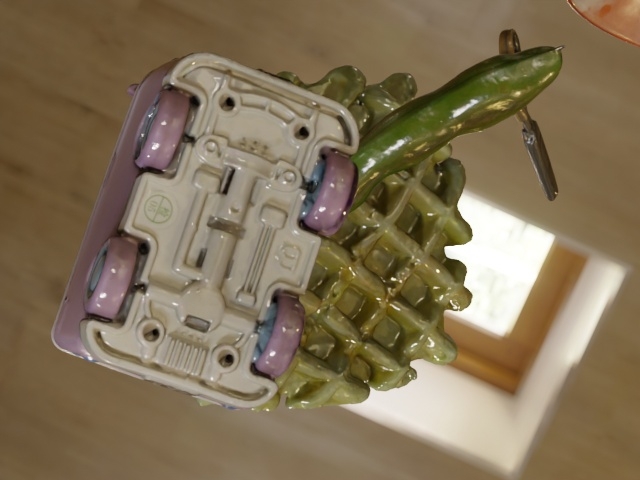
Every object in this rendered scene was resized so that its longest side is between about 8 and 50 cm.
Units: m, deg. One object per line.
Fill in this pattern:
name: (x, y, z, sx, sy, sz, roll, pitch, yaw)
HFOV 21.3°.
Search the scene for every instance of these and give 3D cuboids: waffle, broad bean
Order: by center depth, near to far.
broad bean: (0.078, -0.082, 1.304, 0.254, 0.065, 0.046, -33, -126, 15)
waffle: (0.000, 0.000, 1.443, 0.056, 0.309, 0.291, 10, -74, 63)

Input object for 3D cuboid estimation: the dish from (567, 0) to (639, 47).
dish: (0.330, -0.212, 1.355, 0.260, 0.260, 0.085, 114, -10, -82)

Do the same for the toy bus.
toy bus: (-0.073, -0.006, 1.056, 0.142, 0.142, 0.202, 168, -58, -74)

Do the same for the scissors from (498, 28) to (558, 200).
scissors: (0.203, -0.108, 1.646, 0.220, 0.017, 0.088, 61, 28, -48)
